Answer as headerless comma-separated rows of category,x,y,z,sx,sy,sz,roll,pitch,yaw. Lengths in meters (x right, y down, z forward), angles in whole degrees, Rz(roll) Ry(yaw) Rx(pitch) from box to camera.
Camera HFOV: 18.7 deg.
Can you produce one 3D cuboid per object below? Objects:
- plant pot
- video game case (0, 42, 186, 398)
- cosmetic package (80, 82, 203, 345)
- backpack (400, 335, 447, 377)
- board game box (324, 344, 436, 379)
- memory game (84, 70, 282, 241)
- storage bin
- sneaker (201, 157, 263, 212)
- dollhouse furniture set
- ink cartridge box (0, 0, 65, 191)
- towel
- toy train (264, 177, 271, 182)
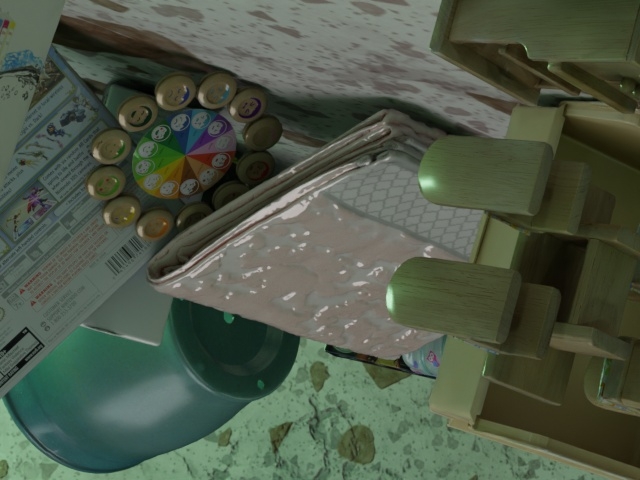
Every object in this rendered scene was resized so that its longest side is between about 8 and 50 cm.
plant pot,-0.170,0.101,2.075,0.272,0.271,0.255,21,155,-38
video game case,-0.284,-0.018,1.725,0.244,0.269,0.061,52,171,-36
cosmetic package,-0.182,-0.024,1.868,0.117,0.231,0.085,17,179,-11
backpack,0.144,0.057,2.023,0.115,0.182,0.152,9,170,37
board game box,0.140,0.079,2.258,0.243,0.165,0.042,11,171,22
memory game,-0.120,-0.072,1.721,0.186,0.186,0.012,22,-155,-40
storage bin,0.238,0.051,1.508,0.260,0.262,0.123,21,173,-38
sneaker,-0.196,-0.064,2.119,0.300,0.111,0.121,14,177,26
dollhouse furniture set,0.140,-0.025,1.221,0.161,0.242,0.212,8,169,45
ink cartridge box,-0.303,-0.136,1.326,0.171,0.232,0.168,13,170,21
towel,0.061,0.011,1.795,0.332,0.053,0.317,20,141,-41
toy train,-0.052,-0.058,2.206,0.024,0.017,0.083,23,175,19
